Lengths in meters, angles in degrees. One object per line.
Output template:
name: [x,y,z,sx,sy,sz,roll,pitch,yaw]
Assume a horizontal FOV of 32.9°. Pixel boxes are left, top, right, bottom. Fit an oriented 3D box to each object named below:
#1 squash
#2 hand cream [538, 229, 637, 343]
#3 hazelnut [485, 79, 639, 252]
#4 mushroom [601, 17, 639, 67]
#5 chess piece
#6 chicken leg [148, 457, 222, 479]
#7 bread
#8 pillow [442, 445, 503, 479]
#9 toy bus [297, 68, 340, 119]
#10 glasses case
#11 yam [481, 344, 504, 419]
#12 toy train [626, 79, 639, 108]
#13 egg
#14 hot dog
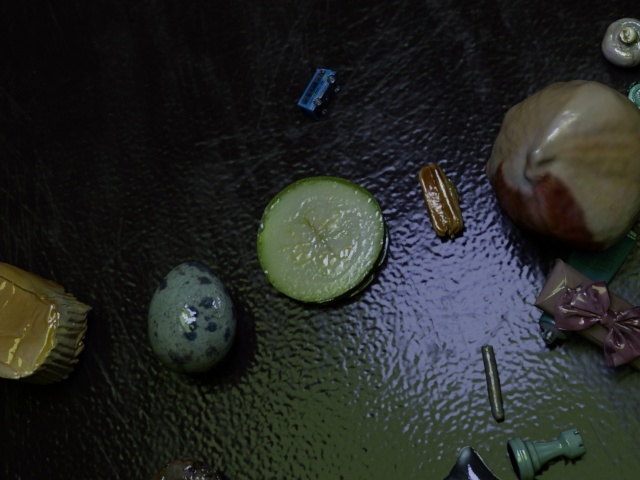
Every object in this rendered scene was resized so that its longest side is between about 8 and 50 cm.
squash: [-0.001,-0.002,1.761,0.219,0.041,0.219,-4,70,12]
hand cream: [0.398,0.061,1.654,0.083,0.048,0.224,29,74,20]
hazelnut: [0.364,-0.114,1.599,0.261,0.241,0.261,-8,79,45]
mushroom: [0.494,-0.318,1.743,0.084,0.067,0.083,-2,78,10]
chess piece: [0.329,0.307,1.572,0.103,0.067,0.067,-16,69,-2]
chicken leg: [-0.245,0.388,1.677,0.198,0.069,0.084,-18,92,14]
bread: [-0.504,0.134,1.778,0.250,0.133,0.179,18,77,19]
pillow: [0.239,0.373,1.574,0.136,0.055,0.091,34,116,25]
toy bus: [-0.002,-0.251,1.848,0.046,0.038,0.083,25,78,22]
glasses case: [0.408,0.116,1.580,0.194,0.070,0.102,33,73,3]
yam: [0.261,0.214,1.639,0.021,0.021,0.116,-11,68,9]
toy train: [0.566,-0.227,1.689,0.132,0.083,0.200,43,86,19]
egg: [-0.202,0.122,1.711,0.141,0.141,0.181,-7,72,11]
hot dog: [0.195,-0.065,1.743,0.056,0.041,0.133,-20,74,14]
